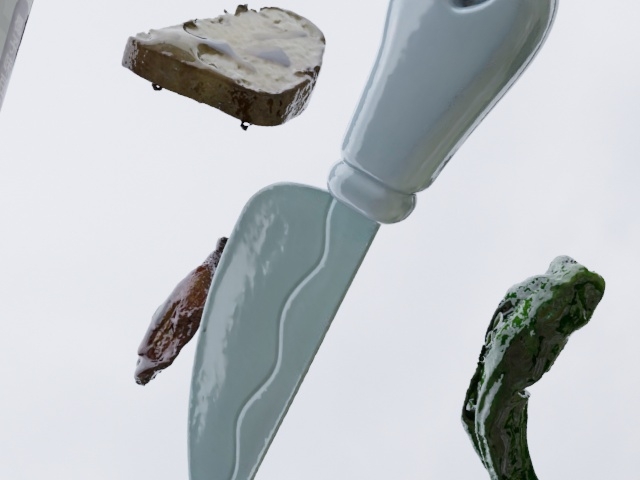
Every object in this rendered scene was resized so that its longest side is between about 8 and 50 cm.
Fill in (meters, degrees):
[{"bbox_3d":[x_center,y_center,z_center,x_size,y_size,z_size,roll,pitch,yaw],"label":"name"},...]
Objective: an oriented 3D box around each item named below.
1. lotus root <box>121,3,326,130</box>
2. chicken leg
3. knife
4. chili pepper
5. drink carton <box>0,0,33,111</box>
[{"bbox_3d":[-0.092,-0.212,1.486,0.261,0.170,0.074,-25,-28,-46],"label":"lotus root"},{"bbox_3d":[-0.157,0.080,1.417,0.205,0.053,0.093,-52,3,-10],"label":"chicken leg"},{"bbox_3d":[-0.001,-0.002,0.568,0.331,0.080,0.044,-59,-17,20],"label":"knife"},{"bbox_3d":[0.136,0.097,0.810,0.073,0.050,0.182,11,-81,-10],"label":"chili pepper"},{"bbox_3d":[-0.259,-0.220,0.744,0.194,0.132,0.324,55,-135,-68],"label":"drink carton"}]
